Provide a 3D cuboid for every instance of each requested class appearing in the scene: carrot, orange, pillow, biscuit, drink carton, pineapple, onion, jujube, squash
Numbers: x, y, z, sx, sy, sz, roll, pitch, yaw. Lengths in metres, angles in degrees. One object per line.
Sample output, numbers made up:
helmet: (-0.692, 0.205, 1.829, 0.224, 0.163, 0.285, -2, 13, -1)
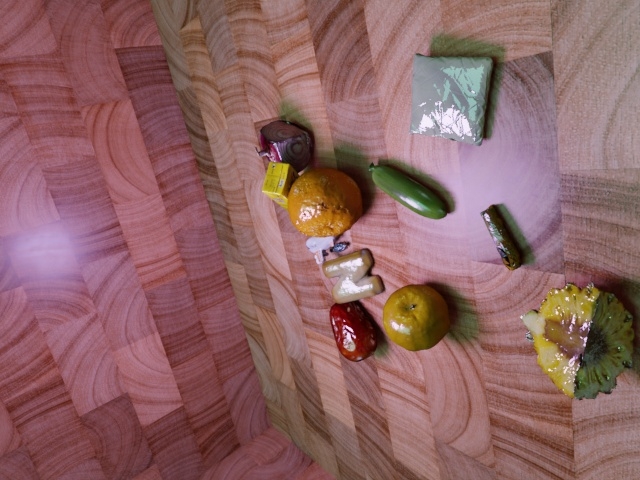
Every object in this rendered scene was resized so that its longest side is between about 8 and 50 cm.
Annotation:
carrot: (0.607, -0.009, 1.448, 0.069, 0.069, 0.228, -32, 81, 56)
orange: (0.017, -0.177, 1.936, 0.340, 0.341, 0.293, 131, 137, -54)
pillow: (0.422, -0.468, 1.422, 0.281, 0.076, 0.274, 23, 130, 39)
biscuit: (0.151, 0.182, 2.123, 0.291, 0.062, 0.236, -18, 93, 36)
drink carton: (-0.149, -0.240, 2.081, 0.111, 0.351, 0.154, 11, 80, 19)
pineapple: (0.788, 0.280, 1.320, 0.286, 0.209, 0.344, -146, 65, -77)
onion: (-0.177, -0.448, 2.131, 0.256, 0.273, 0.230, -105, 5, -46)
orange: (0.392, 0.318, 1.770, 0.279, 0.279, 0.235, 34, 167, 40)
jujube: (0.163, 0.464, 2.219, 0.318, 0.223, 0.223, 63, 147, 22)
squash: (0.327, -0.199, 1.685, 0.395, 0.107, 0.107, 42, 139, 34)

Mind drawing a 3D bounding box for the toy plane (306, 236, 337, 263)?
toy plane: (0.000, 0.000, 2.200, 0.245, 0.118, 0.244, -12, 77, 59)

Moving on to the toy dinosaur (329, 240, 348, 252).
toy dinosaur: (0.095, 0.038, 2.193, 0.154, 0.055, 0.049, -25, 93, 54)
